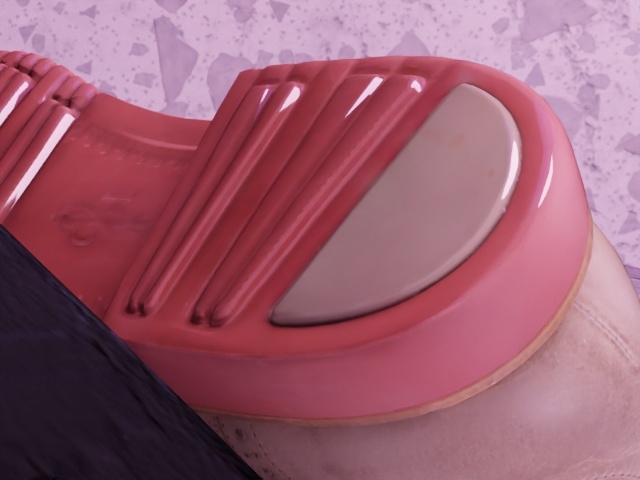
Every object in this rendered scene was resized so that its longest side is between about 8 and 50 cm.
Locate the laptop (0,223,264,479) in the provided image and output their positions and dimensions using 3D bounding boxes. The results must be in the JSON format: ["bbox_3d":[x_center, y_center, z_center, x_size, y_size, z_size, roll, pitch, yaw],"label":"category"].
[{"bbox_3d":[-0.248,0.034,0.274,0.408,0.236,0.382,-17,-8,21],"label":"laptop"}]

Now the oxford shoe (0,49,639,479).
[{"bbox_3d":[-0.061,0.028,0.513,0.348,0.123,0.130,8,-35,43],"label":"oxford shoe"}]
